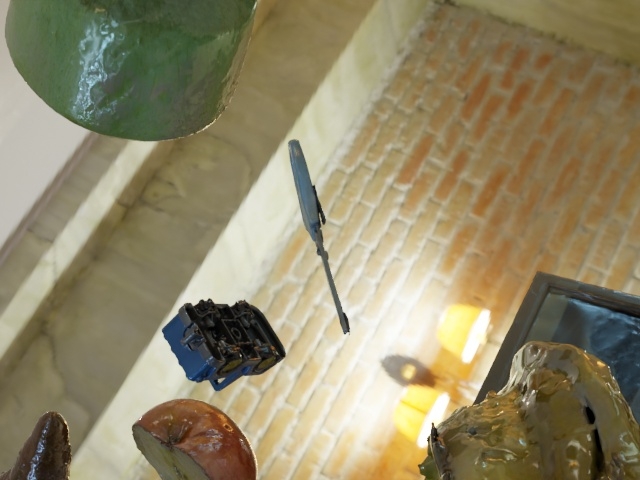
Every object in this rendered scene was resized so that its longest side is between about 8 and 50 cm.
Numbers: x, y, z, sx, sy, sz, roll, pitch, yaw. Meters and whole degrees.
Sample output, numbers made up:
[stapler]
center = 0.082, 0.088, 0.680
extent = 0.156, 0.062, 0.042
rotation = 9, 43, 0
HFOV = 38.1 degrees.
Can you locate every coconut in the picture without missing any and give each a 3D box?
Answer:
[coconut]
center = -0.235, -0.268, 1.146
extent = 0.281, 0.328, 0.328
rotation = -82, -2, -45

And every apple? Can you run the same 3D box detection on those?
[apple]
center = -0.233, 0.426, 1.896
extent = 0.163, 0.293, 0.251
rotation = -42, -40, -31

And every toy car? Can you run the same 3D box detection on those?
[toy car]
center = -0.138, 0.145, 1.255
extent = 0.100, 0.097, 0.191
rotation = -42, -23, 21

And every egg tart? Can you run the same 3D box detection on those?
[egg tart]
center = 0.146, 0.238, 0.684
extent = 0.345, 0.132, 0.345
rotation = 177, 90, -88

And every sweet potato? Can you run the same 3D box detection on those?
[sweet potato]
center = -0.495, 0.403, 1.605
extent = 0.341, 0.114, 0.092
rotation = -45, 16, 36

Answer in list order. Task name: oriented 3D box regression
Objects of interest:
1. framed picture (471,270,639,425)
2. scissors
[framed picture]
center = 0.311, 0.218, 0.965
extent = 0.446, 0.326, 0.028
rotation = -54, -32, -40
[scissors]
center = 0.002, 0.000, 1.466
extent = 0.029, 0.360, 0.191
rotation = -15, -37, -6
